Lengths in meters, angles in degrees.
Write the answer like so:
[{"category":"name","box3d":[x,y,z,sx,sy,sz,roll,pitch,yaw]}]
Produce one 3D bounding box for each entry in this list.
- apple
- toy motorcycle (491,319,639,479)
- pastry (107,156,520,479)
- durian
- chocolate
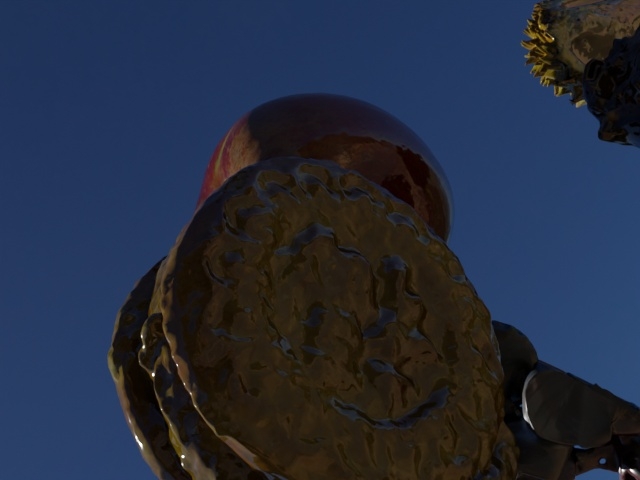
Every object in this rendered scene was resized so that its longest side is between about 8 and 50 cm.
[{"category":"apple","box3d":[0.000,0.000,1.291,0.277,0.348,0.348,10,-72,-24]},{"category":"toy motorcycle","box3d":[0.168,0.143,0.730,0.122,0.213,0.082,-66,-12,3]},{"category":"pastry","box3d":[0.000,0.076,0.633,0.240,0.235,0.132,-31,-7,-47]},{"category":"durian","box3d":[0.344,-0.224,1.323,0.250,0.183,0.138,-23,-6,-33]},{"category":"chocolate","box3d":[0.352,-0.169,1.105,0.206,0.177,0.224,80,-156,-43]}]
